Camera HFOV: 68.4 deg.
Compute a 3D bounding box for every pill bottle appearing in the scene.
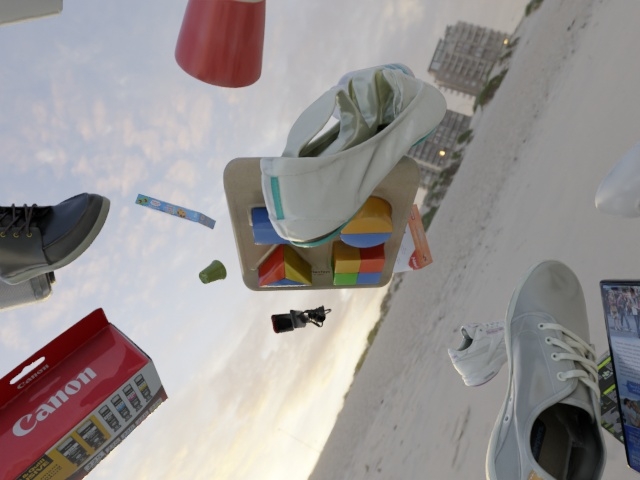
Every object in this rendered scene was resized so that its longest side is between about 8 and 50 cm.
[{"bbox_3d":[0.142,-0.412,1.330,0.264,0.146,0.146,-26,-40,-37],"label":"pill bottle"}]

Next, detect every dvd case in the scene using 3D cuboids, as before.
[{"bbox_3d":[0.408,0.169,0.542,0.180,0.022,0.252,139,124,-83],"label":"dvd case"}]

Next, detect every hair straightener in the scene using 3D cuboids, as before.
[{"bbox_3d":[-0.022,0.172,1.013,0.230,0.089,0.047,33,-139,-67],"label":"hair straightener"}]

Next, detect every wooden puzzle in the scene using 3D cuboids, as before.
[{"bbox_3d":[0.000,0.000,0.872,0.347,0.323,0.080,93,175,-51],"label":"wooden puzzle"}]

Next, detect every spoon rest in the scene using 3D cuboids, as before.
[{"bbox_3d":[0.507,-0.134,0.654,0.276,0.137,0.084,-50,38,32],"label":"spoon rest"}]

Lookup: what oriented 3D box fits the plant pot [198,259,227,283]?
[{"bbox_3d":[-0.402,0.123,1.731,0.079,0.083,0.083,-30,-39,-49],"label":"plant pot"}]

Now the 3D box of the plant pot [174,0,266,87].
[{"bbox_3d":[-0.279,-0.626,1.373,0.275,0.275,0.243,-49,-12,-44],"label":"plant pot"}]

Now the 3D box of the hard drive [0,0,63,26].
[{"bbox_3d":[-0.416,-0.348,0.544,0.307,0.040,0.202,-67,0,-55],"label":"hard drive"}]

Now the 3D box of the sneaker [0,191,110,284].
[{"bbox_3d":[-0.384,-0.017,0.603,0.118,0.222,0.083,45,-152,-44],"label":"sneaker"}]

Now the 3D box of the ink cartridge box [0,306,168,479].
[{"bbox_3d":[-0.455,0.314,0.850,0.309,0.130,0.271,-44,-23,-32],"label":"ink cartridge box"}]

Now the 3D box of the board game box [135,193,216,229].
[{"bbox_3d":[-0.462,-0.090,1.522,0.160,0.212,0.039,58,-130,-82],"label":"board game box"}]

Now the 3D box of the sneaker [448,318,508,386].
[{"bbox_3d":[0.496,0.270,1.335,0.305,0.152,0.114,-37,-5,-15],"label":"sneaker"}]

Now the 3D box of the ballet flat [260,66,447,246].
[{"bbox_3d":[0.060,-0.154,0.626,0.400,0.139,0.139,-49,-24,-37],"label":"ballet flat"}]

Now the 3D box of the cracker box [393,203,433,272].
[{"bbox_3d":[0.160,0.007,1.224,0.067,0.232,0.155,-19,-86,-46],"label":"cracker box"}]

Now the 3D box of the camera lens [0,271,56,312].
[{"bbox_3d":[-0.787,0.067,1.101,0.275,0.219,0.219,-14,-47,-29],"label":"camera lens"}]

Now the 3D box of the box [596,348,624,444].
[{"bbox_3d":[0.697,0.354,1.080,0.045,0.184,0.190,-24,-30,-55],"label":"box"}]

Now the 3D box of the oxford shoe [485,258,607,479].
[{"bbox_3d":[0.377,0.207,0.744,0.449,0.169,0.130,-62,1,-35],"label":"oxford shoe"}]
